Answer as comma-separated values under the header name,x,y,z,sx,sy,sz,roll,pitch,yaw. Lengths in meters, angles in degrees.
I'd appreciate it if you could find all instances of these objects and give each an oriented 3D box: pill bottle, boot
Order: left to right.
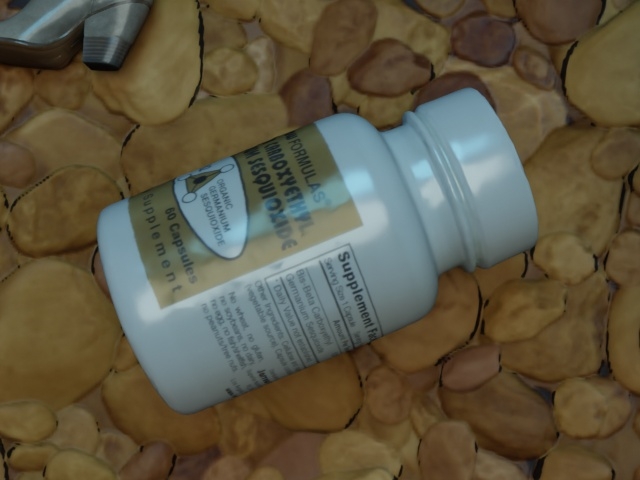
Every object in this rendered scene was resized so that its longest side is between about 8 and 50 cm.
name,x,y,z,sx,sy,sz,roll,pitch,yaw
boot,-0.165,-0.155,0.631,0.118,0.042,0.087,7,81,-1
pill bottle,0.000,0.000,0.574,0.229,0.131,0.131,-22,87,-1
